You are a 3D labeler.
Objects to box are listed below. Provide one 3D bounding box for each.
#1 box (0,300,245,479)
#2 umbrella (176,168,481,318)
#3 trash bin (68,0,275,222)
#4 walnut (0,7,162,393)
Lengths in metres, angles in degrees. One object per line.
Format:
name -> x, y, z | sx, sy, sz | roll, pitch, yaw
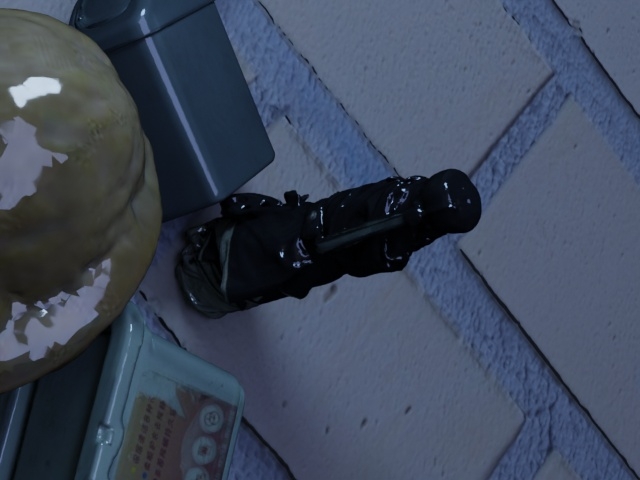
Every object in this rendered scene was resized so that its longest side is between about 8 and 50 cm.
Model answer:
box -> -0.192, 0.226, 1.754 | 0.182, 0.175, 0.311 | 27, 67, -39
umbrella -> -0.002, -0.006, 1.807 | 0.106, 0.358, 0.113 | 7, 74, -44
trash bin -> -0.145, -0.154, 1.858 | 0.236, 0.101, 0.177 | 66, 24, -10
walnut -> -0.312, -0.020, 1.593 | 0.381, 0.381, 0.381 | 7, 77, -34
